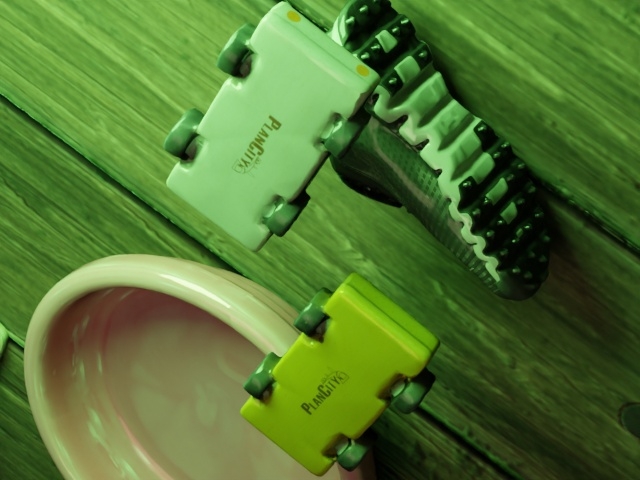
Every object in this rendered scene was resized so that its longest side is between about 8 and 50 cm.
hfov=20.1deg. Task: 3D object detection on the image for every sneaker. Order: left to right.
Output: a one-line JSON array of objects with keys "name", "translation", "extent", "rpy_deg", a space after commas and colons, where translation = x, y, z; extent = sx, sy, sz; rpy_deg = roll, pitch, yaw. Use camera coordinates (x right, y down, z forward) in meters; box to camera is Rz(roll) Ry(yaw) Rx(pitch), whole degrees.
[{"name": "sneaker", "translation": [0.066, -0.053, 1.241], "extent": [0.234, 0.078, 0.106], "rpy_deg": [54, 141, -6]}]

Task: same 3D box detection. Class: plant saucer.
[{"name": "plant saucer", "translation": [-0.090, 0.147, 1.483], "extent": [0.332, 0.084, 0.332], "rpy_deg": [19, 129, 25]}]

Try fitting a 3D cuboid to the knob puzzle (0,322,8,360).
[{"name": "knob puzzle", "translation": [-0.371, 0.073, 1.672], "extent": [0.213, 0.030, 0.213], "rpy_deg": [19, 129, 24]}]

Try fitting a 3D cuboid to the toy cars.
[{"name": "toy cars", "translation": [0.000, 0.000, 1.230], "extent": [0.176, 0.087, 0.394], "rpy_deg": [8, 130, 30]}]
